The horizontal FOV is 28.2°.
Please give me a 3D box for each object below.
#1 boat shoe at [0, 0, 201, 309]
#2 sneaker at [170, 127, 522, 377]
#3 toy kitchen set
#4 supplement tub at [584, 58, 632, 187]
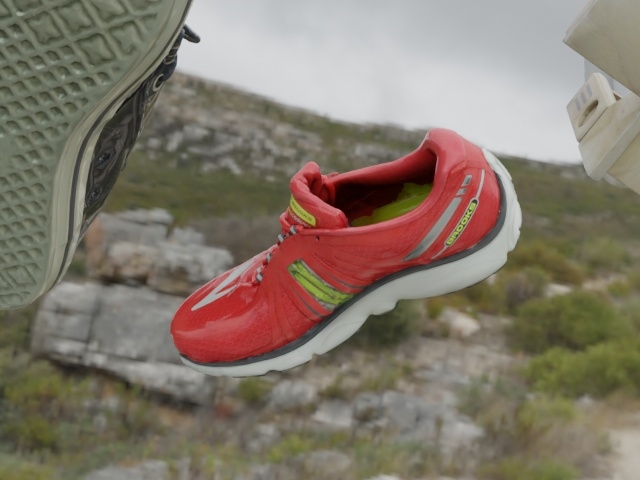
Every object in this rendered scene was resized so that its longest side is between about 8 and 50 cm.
[{"bbox_3d":[-0.184,-0.149,0.883,0.186,0.156,0.500,25,-44,-3],"label":"boat shoe"},{"bbox_3d":[0.000,0.000,0.902,0.279,0.107,0.118,-27,-50,17],"label":"sneaker"},{"bbox_3d":[0.113,-0.067,0.441,0.068,0.083,0.075,33,22,-10],"label":"toy kitchen set"},{"bbox_3d":[0.445,-0.173,1.315,0.316,0.228,0.228,-2,-1,3],"label":"supplement tub"}]
